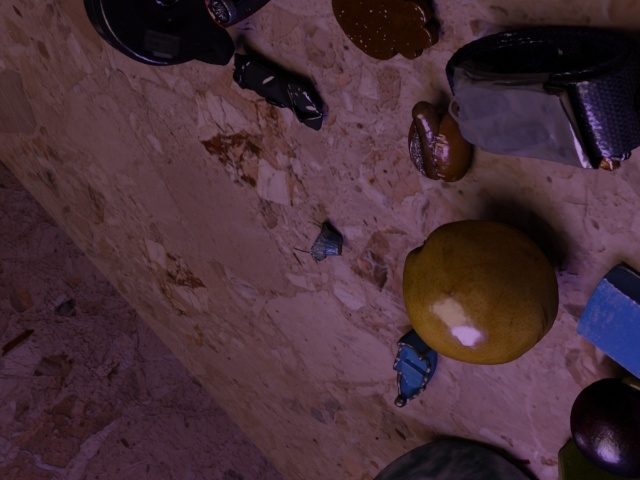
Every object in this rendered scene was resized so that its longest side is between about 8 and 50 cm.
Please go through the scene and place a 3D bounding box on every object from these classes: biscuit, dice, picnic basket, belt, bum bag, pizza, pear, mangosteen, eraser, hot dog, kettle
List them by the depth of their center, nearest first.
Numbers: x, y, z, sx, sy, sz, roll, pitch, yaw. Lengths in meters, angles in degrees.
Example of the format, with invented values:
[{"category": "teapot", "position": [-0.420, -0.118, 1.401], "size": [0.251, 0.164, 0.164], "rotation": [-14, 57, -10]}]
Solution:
[{"category": "belt", "position": [0.244, -0.149, 1.043], "size": [0.230, 0.140, 0.126], "rotation": [16, 138, 46]}, {"category": "pizza", "position": [0.316, -0.111, 1.127], "size": [0.083, 0.016, 0.037], "rotation": [45, 154, 0]}, {"category": "eraser", "position": [0.474, 0.162, 1.221], "size": [0.312, 0.043, 0.144], "rotation": [38, 153, 21]}, {"category": "biscuit", "position": [0.083, -0.285, 1.246], "size": [0.175, 0.026, 0.124], "rotation": [22, 145, 45]}, {"category": "hot dog", "position": [0.157, -0.132, 1.303], "size": [0.090, 0.060, 0.140], "rotation": [31, 146, 25]}, {"category": "pear", "position": [0.209, 0.066, 1.316], "size": [0.209, 0.209, 0.209], "rotation": [37, 152, 23]}, {"category": "mangosteen", "position": [0.421, 0.248, 1.328], "size": [0.152, 0.152, 0.152], "rotation": [37, 152, 23]}, {"category": "kettle", "position": [-0.261, -0.383, 1.522], "size": [0.271, 0.251, 0.207], "rotation": [24, 113, 59]}, {"category": "bum bag", "position": [-0.074, -0.238, 1.539], "size": [0.198, 0.049, 0.087], "rotation": [33, 155, 30]}, {"category": "picnic basket", "position": [0.000, 0.000, 1.745], "size": [0.083, 0.065, 0.083], "rotation": [13, 152, 18]}, {"category": "dice", "position": [0.262, 0.613, 1.858], "size": [0.348, 0.328, 0.330], "rotation": [57, 154, -17]}]

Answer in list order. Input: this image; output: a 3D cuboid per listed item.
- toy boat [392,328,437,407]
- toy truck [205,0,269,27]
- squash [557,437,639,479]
[{"category": "toy boat", "position": [0.166, 0.240, 1.787], "size": [0.075, 0.077, 0.185], "rotation": [36, 152, 24]}, {"category": "toy truck", "position": [-0.124, -0.416, 1.304], "size": [0.114, 0.107, 0.252], "rotation": [39, 152, 22]}, {"category": "squash", "position": [0.383, 0.449, 1.482], "size": [0.203, 0.289, 0.111], "rotation": [32, 152, 30]}]
